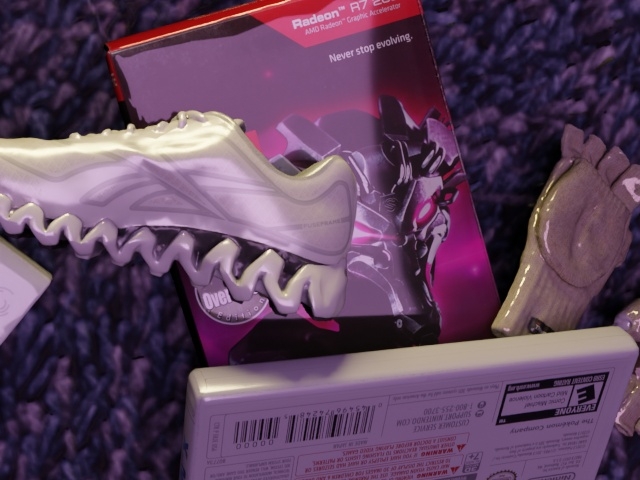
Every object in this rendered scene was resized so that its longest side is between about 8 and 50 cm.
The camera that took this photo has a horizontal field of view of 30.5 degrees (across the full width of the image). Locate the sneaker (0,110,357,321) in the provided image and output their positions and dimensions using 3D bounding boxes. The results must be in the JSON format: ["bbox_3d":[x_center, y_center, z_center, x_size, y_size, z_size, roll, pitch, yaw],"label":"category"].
[{"bbox_3d":[-0.114,-0.036,0.772,0.292,0.110,0.118,15,91,-12],"label":"sneaker"}]

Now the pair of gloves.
[{"bbox_3d":[0.245,0.042,0.948,0.240,0.042,0.204,33,73,-29],"label":"pair of gloves"}]

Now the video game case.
[{"bbox_3d":[0.053,0.203,0.874,0.329,0.036,0.299,-4,124,-20],"label":"video game case"}]

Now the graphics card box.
[{"bbox_3d":[0.000,0.000,0.890,0.233,0.094,0.370,-17,101,-10],"label":"graphics card box"}]

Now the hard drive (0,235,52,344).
[{"bbox_3d":[-0.377,0.012,0.829,0.307,0.040,0.203,39,87,-14],"label":"hard drive"}]
